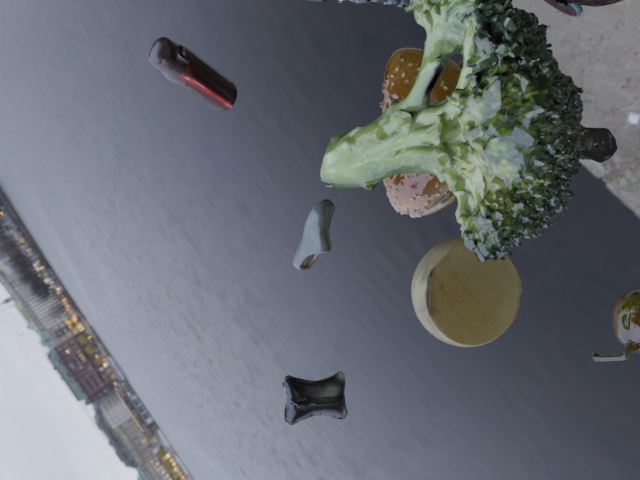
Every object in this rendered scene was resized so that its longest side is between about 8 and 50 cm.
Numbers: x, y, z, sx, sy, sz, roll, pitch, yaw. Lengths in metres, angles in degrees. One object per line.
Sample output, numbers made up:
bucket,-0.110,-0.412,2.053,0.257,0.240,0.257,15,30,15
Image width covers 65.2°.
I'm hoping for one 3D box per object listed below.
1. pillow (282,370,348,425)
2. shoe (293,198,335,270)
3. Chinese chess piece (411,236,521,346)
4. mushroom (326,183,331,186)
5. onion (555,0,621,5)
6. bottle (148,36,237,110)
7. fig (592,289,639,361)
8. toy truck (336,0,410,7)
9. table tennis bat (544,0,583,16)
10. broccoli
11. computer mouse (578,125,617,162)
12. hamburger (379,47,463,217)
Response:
pillow,-0.010,0.314,1.000,0.055,0.135,0.091,119,144,-50
shoe,0.000,0.000,1.164,0.078,0.079,0.195,39,120,24
Chinese chess piece,0.329,0.116,1.142,0.251,0.251,0.097,60,170,-8
mushroom,0.161,-0.193,1.570,0.068,0.306,0.043,59,-153,-63
onion,0.305,-0.385,0.540,0.190,0.246,0.246,31,147,60
bottle,-0.189,-0.249,0.755,0.060,0.060,0.164,46,-169,20
fig,0.740,0.200,1.157,0.148,0.186,0.142,18,134,37
toy truck,0.134,-0.622,1.211,0.114,0.227,0.098,36,130,41
table tennis bat,0.567,-0.629,1.250,0.040,0.244,0.153,-56,41,22
broccoli,0.176,-0.118,0.714,0.397,0.275,0.353,-43,45,34
computer mouse,0.817,-0.298,1.537,0.062,0.192,0.106,-126,47,-81
hamburger,0.313,-0.284,1.274,0.287,0.268,0.445,1,90,34
